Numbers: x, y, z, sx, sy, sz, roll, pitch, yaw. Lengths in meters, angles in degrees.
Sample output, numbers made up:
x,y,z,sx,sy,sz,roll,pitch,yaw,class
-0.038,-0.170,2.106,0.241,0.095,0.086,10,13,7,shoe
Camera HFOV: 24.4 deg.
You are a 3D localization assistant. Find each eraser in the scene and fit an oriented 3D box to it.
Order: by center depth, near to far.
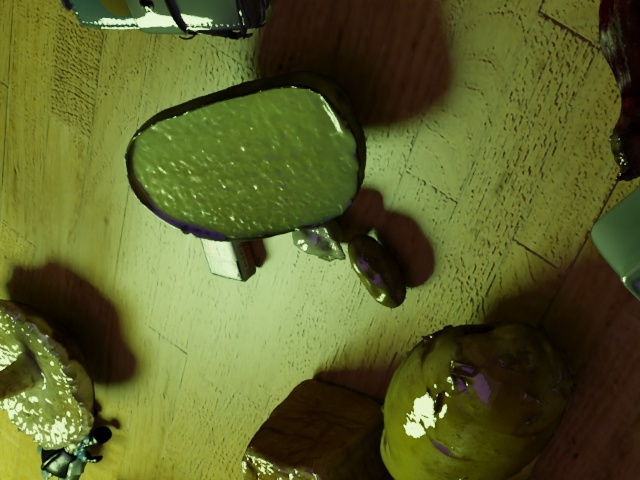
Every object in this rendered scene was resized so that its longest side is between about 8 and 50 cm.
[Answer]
x,y,z,sx,sy,sz,roll,pitch,yaw,class
-0.111,-0.011,1.656,0.052,0.029,0.122,11,130,36,eraser

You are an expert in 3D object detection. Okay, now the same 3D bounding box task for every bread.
x,y,z,sx,sy,sz,roll,pitch,yaw,class
0.007,0.261,1.708,0.149,0.143,0.158,11,134,36,bread

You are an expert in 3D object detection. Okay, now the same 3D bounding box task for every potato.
x,y,z,sx,sy,sz,roll,pitch,yaw,class
-0.062,-0.096,1.469,0.272,0.111,0.160,-15,122,33,potato
0.152,0.171,1.494,0.173,0.140,0.300,30,146,7,potato
0.061,0.033,1.526,0.046,0.045,0.092,-7,122,47,potato

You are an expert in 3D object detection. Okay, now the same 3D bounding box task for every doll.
x,y,z,sx,sy,sz,roll,pitch,yaw,class
-0.366,0.304,2.143,0.096,0.070,0.195,56,136,10,doll

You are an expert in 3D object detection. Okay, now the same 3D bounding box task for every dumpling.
x,y,z,sx,sy,sz,roll,pitch,yaw,class
-0.002,0.001,1.548,0.076,0.052,0.057,-19,100,38,dumpling

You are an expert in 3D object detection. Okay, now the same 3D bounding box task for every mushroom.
x,y,z,sx,sy,sz,roll,pitch,yaw,class
-0.457,0.207,1.979,0.208,0.302,0.233,-158,46,-78,mushroom

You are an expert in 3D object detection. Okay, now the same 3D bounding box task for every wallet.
x,y,z,sx,sy,sz,roll,pitch,yaw,class
-0.166,-0.274,1.439,0.231,0.069,0.170,12,127,33,wallet

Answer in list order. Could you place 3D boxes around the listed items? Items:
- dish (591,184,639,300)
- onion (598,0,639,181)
x,y,z,sx,sy,sz,roll,pitch,yaw,class
0.348,0.050,1.256,0.243,0.080,0.182,45,142,2,dish
0.272,-0.119,1.066,0.195,0.218,0.140,39,169,-2,onion
